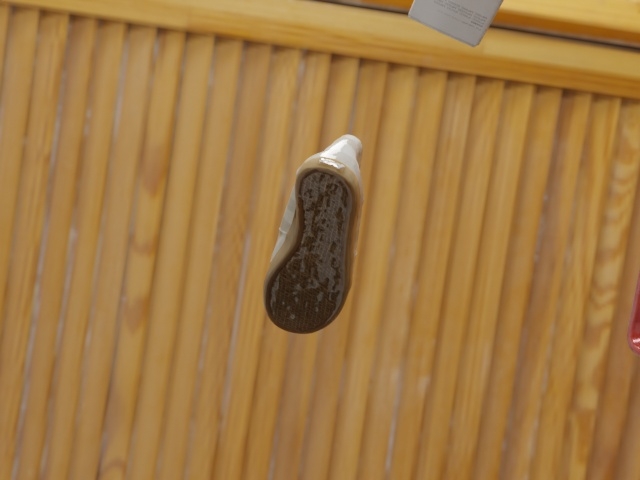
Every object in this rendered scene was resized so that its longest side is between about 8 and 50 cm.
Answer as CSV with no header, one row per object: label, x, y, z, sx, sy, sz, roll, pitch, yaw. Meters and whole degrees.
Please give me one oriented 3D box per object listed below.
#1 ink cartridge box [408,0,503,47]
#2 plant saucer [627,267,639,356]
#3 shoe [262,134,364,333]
ink cartridge box,0.183,-0.337,1.212,0.218,0.092,0.158,112,-179,-58
plant saucer,0.311,-0.005,0.746,0.258,0.047,0.259,-138,52,-65
shoe,0.000,0.000,0.998,0.219,0.076,0.058,107,-178,-45
